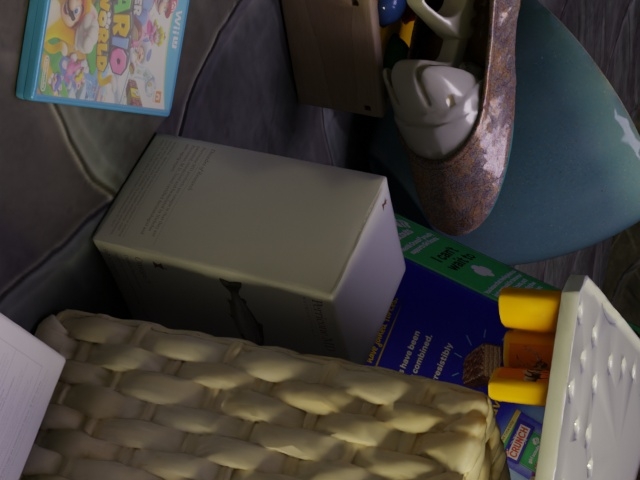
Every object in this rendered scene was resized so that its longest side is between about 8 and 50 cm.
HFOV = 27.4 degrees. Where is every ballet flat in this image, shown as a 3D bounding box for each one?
[{"bbox_3d":[0.103,-0.162,1.067,0.106,0.107,0.316,3,94,-48],"label":"ballet flat"}]

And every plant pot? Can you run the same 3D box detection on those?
[{"bbox_3d":[0.162,-0.087,1.311,0.195,0.290,0.290,-35,148,-6],"label":"plant pot"}]

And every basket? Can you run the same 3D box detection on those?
[{"bbox_3d":[-0.061,0.256,0.803,0.266,0.331,0.328,74,34,-48],"label":"basket"}]

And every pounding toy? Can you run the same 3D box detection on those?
[{"bbox_3d":[0.045,-0.243,1.113,0.206,0.094,0.181,80,30,-44],"label":"pounding toy"}]

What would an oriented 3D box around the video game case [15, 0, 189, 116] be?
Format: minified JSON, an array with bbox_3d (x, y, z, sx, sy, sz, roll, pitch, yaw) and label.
[{"bbox_3d":[-0.132,-0.143,0.837,0.166,0.015,0.119,-5,105,-68],"label":"video game case"}]

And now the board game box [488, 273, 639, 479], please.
[{"bbox_3d":[0.154,0.251,0.832,0.390,0.050,0.390,36,63,-63],"label":"board game box"}]

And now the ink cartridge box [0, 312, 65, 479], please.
[{"bbox_3d":[-0.219,0.071,0.670,0.209,0.062,0.109,55,51,-61],"label":"ink cartridge box"}]

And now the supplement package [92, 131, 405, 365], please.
[{"bbox_3d":[-0.045,0.010,0.909,0.105,0.179,0.105,74,35,-49],"label":"supplement package"}]

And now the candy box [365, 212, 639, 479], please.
[{"bbox_3d":[0.131,0.161,1.183,0.122,0.317,0.268,-25,138,-67],"label":"candy box"}]
